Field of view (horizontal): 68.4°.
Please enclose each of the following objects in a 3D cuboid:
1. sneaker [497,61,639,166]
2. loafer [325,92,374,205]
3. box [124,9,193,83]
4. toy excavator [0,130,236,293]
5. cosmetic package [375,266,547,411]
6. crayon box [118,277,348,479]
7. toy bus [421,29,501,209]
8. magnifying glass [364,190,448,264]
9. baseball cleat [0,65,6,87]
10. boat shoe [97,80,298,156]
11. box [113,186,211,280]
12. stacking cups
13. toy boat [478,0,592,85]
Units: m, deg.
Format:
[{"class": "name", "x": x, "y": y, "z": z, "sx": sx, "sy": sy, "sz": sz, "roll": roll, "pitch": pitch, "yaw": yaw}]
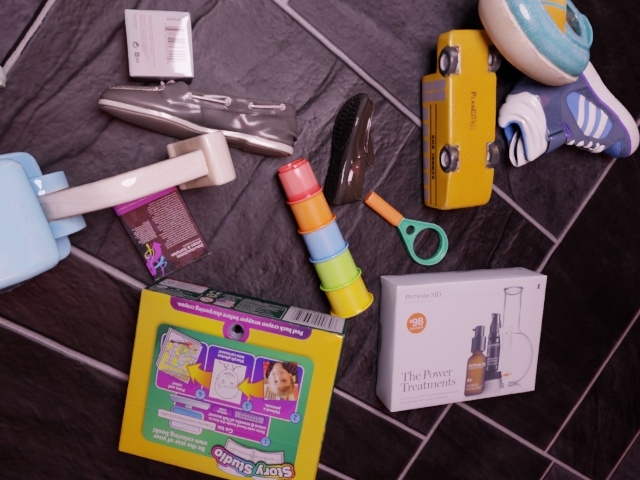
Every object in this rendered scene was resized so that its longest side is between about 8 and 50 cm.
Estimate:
[{"class": "sneaker", "x": 0.521, "y": -0.229, "z": 1.031, "sx": 0.322, "sy": 0.130, "sz": 0.236, "roll": 40, "pitch": 96, "yaw": -24}, {"class": "loafer", "x": 0.068, "y": -0.175, "z": 0.926, "sx": 0.078, "sy": 0.080, "sz": 0.220, "roll": 7, "pitch": 105, "yaw": -28}, {"class": "box", "x": -0.265, "y": -0.317, "z": 0.780, "sx": 0.101, "sy": 0.087, "sz": 0.101, "roll": -4, "pitch": 102, "yaw": -16}, {"class": "toy excavator", "x": -0.399, "y": -0.041, "z": 0.678, "sx": 0.444, "sy": 0.433, "sz": 0.223, "roll": -6, "pitch": 107, "yaw": 25}, {"class": "cosmetic package", "x": 0.318, "y": 0.215, "z": 1.070, "sx": 0.376, "sy": 0.097, "sz": 0.285, "roll": -3, "pitch": 99, "yaw": -17}, {"class": "crayon box", "x": -0.158, "y": 0.264, "z": 0.861, "sx": 0.362, "sy": 0.106, "sz": 0.314, "roll": 12, "pitch": 100, "yaw": 6}, {"class": "toy bus", "x": 0.274, "y": -0.233, "z": 0.941, "sx": 0.108, "sy": 0.130, "sz": 0.333, "roll": -7, "pitch": 103, "yaw": -15}, {"class": "magnifying glass", "x": 0.186, "y": -0.028, "z": 1.014, "sx": 0.230, "sy": 0.026, "sz": 0.092, "roll": 36, "pitch": 90, "yaw": -20}, {"class": "baseball cleat", "x": -0.593, "y": -0.234, "z": 0.717, "sx": 0.205, "sy": 0.072, "sz": 0.110, "roll": -32, "pitch": 95, "yaw": -13}, {"class": "boat shoe", "x": -0.197, "y": -0.225, "z": 0.818, "sx": 0.334, "sy": 0.112, "sz": 0.096, "roll": 10, "pitch": 86, "yaw": -23}, {"class": "box", "x": -0.290, "y": -0.023, "z": 0.866, "sx": 0.115, "sy": 0.029, "sz": 0.162, "roll": -26, "pitch": 106, "yaw": -10}, {"class": "stacking cups", "x": 0.000, "y": 0.000, "z": 0.920, "sx": 0.095, "sy": 0.096, "sz": 0.317, "roll": -29, "pitch": 107, "yaw": -9}, {"class": "toy boat", "x": 0.396, "y": -0.453, "z": 0.856, "sx": 0.267, "sy": 0.148, "sz": 0.319, "roll": 13, "pitch": 66, "yaw": -35}]
